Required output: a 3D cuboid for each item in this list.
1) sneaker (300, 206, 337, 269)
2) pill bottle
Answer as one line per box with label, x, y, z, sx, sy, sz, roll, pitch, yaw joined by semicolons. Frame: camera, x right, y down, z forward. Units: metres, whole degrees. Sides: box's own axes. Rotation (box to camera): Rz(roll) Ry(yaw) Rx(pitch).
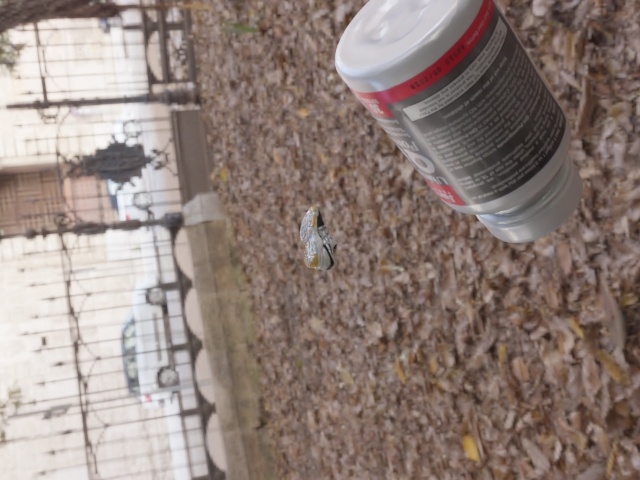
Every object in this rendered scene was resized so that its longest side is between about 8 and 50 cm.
sneaker;0.000;0.000;0.867;0.032;0.037;0.083;-47;37;44
pill bottle;0.174;-0.141;0.874;0.318;0.176;0.176;45;-172;-32
